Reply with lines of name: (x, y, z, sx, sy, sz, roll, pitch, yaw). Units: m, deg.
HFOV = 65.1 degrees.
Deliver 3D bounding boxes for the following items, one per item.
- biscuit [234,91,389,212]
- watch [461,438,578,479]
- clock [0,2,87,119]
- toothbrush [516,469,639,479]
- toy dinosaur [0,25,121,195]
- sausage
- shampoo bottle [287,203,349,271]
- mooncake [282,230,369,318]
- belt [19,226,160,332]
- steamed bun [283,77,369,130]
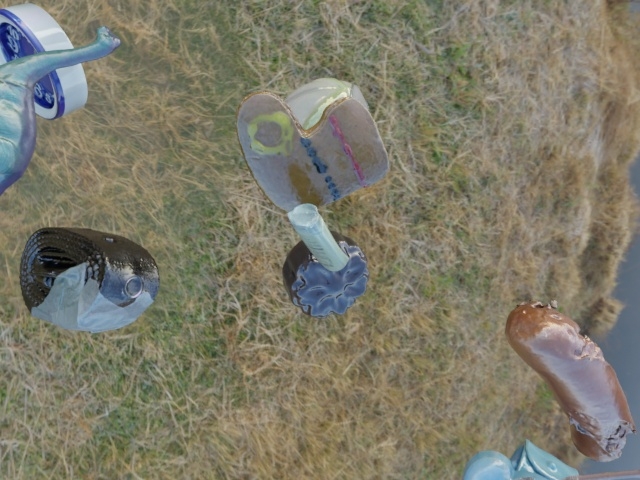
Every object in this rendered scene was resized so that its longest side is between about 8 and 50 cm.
biscuit: (-0.014, -0.191, 0.996, 0.277, 0.052, 0.262, -21, 117, 1)
watch: (0.321, 0.425, 0.793, 0.210, 0.211, 0.193, -67, 158, 1)
clock: (-0.601, -0.379, 1.074, 0.083, 0.231, 0.230, -39, 122, -38)
toothbrush: (0.204, 0.187, 0.395, 0.008, 0.097, 0.006, 61, 27, -19)
toy dinosaur: (-0.502, -0.189, 0.869, 0.331, 0.129, 0.382, -7, 91, -22)
sausage: (0.305, 0.178, 0.584, 0.326, 0.087, 0.079, 49, 58, -33)
shampoo bottle: (0.000, 0.000, 0.950, 0.049, 0.072, 0.212, -59, 154, -14)
mooncake: (0.023, 0.113, 1.588, 0.283, 0.141, 0.282, -12, 123, -20)
belt: (-0.446, 0.068, 0.929, 0.164, 0.290, 0.184, 12, 85, -56)
steamed bun: (-0.015, -0.247, 1.276, 0.310, 0.309, 0.308, -9, 108, -29)
